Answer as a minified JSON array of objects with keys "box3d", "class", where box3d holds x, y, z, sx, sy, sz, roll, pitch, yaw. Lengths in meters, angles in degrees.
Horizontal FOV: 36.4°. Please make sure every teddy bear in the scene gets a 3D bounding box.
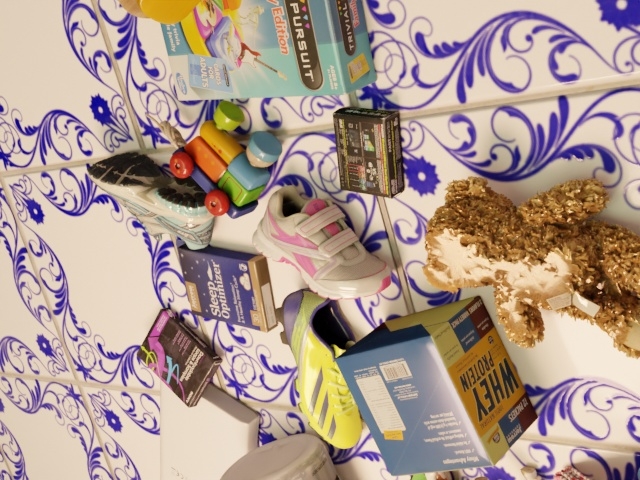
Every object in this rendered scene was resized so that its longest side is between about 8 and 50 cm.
[{"box3d":[0.302,0.028,1.233,0.337,0.113,0.245,3,121,32],"class":"teddy bear"}]

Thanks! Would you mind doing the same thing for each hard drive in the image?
[{"box3d":[-0.228,0.436,1.947,0.233,0.047,0.353,26,128,29],"class":"hard drive"}]

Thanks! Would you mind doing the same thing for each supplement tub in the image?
[{"box3d":[-0.027,0.531,1.706,0.207,0.207,0.338,-15,102,45],"class":"supplement tub"}]

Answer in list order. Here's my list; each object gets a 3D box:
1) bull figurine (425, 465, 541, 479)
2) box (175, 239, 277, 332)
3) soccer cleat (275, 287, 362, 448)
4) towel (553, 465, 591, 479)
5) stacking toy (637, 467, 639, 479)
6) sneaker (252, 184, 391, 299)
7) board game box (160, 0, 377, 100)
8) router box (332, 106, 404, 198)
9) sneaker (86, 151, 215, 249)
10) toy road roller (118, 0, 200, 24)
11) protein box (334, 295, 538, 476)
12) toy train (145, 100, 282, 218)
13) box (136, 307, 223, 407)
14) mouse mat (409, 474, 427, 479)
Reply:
[{"box3d":[0.214,0.430,1.508,0.310,0.101,0.189,2,105,36],"class":"bull figurine"},{"box3d":[-0.178,0.078,1.719,0.225,0.036,0.137,10,118,39],"class":"box"},{"box3d":[0.019,0.213,1.578,0.121,0.093,0.289,-8,107,37],"class":"soccer cleat"},{"box3d":[0.387,0.390,1.312,0.144,0.029,0.197,60,177,-2],"class":"towel"},{"box3d":[0.430,0.362,1.142,0.166,0.301,0.175,45,134,14],"class":"stacking toy"},{"box3d":[0.000,0.000,1.470,0.252,0.103,0.111,28,130,27],"class":"sneaker"},{"box3d":[-0.096,-0.335,1.391,0.336,0.079,0.254,5,115,40],"class":"board game box"},{"box3d":[0.069,-0.127,1.386,0.092,0.038,0.123,13,121,37],"class":"router box"},{"box3d":[-0.302,-0.062,1.702,0.283,0.110,0.122,24,130,31],"class":"sneaker"},{"box3d":[-0.208,-0.465,1.227,0.329,0.240,0.203,-44,56,22],"class":"toy road roller"},{"box3d":[0.166,0.215,1.414,0.199,0.136,0.201,-21,97,45],"class":"protein box"},{"box3d":[-0.174,-0.166,1.544,0.248,0.105,0.143,46,124,13],"class":"toy train"},{"box3d":[-0.269,0.222,1.846,0.162,0.029,0.116,39,111,23],"class":"box"},{"box3d":[0.197,0.481,1.625,0.152,0.007,0.190,32,131,24],"class":"mouse mat"}]
